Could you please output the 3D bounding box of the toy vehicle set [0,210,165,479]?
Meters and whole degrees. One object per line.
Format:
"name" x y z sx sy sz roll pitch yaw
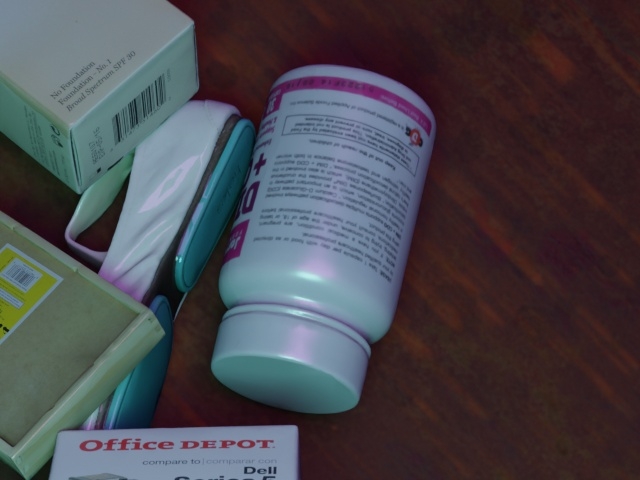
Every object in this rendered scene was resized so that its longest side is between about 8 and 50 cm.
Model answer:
"toy vehicle set" -0.277 0.069 1.671 0.267 0.035 0.166 31 68 35

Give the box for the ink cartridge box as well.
"ink cartridge box" -0.112 0.258 1.492 0.198 0.115 0.273 -1 29 0

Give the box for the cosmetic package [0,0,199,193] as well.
"cosmetic package" -0.272 -0.201 1.777 0.309 0.113 0.160 37 65 18

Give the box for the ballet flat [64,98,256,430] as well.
"ballet flat" -0.175 0.042 1.755 0.139 0.139 0.400 23 61 -5

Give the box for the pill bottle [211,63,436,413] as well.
"pill bottle" 0.000 0.000 1.783 0.160 0.160 0.283 17 66 -7
